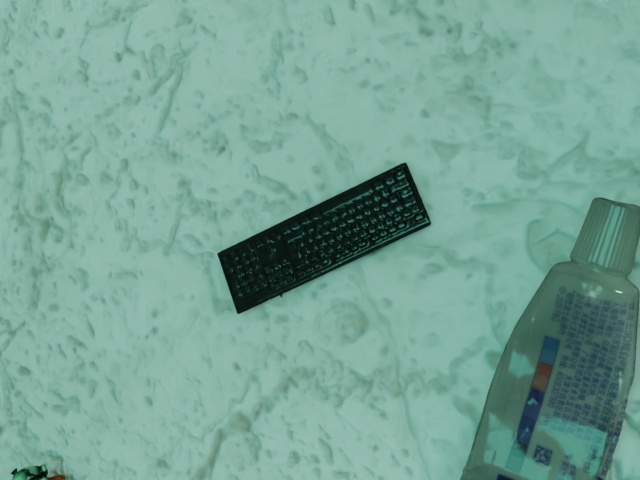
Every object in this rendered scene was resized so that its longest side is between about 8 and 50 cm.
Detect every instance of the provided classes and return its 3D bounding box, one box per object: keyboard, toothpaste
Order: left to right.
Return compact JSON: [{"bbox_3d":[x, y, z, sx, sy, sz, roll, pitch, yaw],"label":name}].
[{"bbox_3d":[0.000,0.000,0.912,0.202,0.011,0.067,-25,73,16],"label":"keyboard"},{"bbox_3d":[0.199,0.104,0.799,0.099,0.069,0.282,27,105,52],"label":"toothpaste"}]

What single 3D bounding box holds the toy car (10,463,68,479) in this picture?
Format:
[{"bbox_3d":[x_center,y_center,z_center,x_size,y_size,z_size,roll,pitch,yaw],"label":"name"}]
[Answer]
[{"bbox_3d":[-0.304,0.281,0.974,0.143,0.054,0.073,-39,70,17],"label":"toy car"}]
